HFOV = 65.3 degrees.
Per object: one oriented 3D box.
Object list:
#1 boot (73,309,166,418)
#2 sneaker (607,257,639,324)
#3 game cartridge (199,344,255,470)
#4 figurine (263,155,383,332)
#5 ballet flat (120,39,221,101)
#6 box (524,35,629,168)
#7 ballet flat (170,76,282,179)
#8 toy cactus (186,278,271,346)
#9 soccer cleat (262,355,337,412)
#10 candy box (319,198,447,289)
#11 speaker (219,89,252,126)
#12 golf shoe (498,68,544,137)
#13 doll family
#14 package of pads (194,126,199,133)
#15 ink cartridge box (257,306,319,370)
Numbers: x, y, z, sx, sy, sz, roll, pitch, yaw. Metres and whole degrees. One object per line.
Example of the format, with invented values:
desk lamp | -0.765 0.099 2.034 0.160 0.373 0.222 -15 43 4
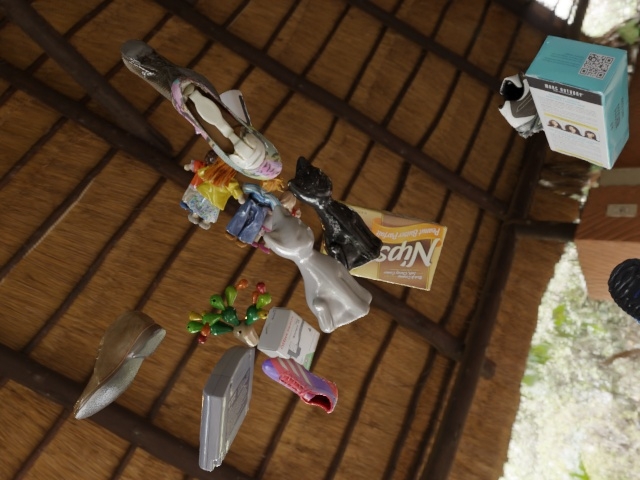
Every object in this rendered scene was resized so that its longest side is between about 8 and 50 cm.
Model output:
boot | -0.539 0.317 1.292 0.305 0.115 0.112 -52 -17 -6
sneaker | 0.363 0.097 0.460 0.082 0.209 0.069 13 -55 -26
game cartridge | -0.212 0.361 1.160 0.294 0.060 0.196 -54 -26 -81
figurine | 0.000 0.000 0.781 0.209 0.092 0.215 54 -147 -27
ballet flat | -0.299 -0.316 1.004 0.084 0.250 0.058 -51 -9 -28
box | 0.372 -0.187 0.709 0.244 0.100 0.060 26 -86 -55
ballet flat | -0.148 -0.173 0.801 0.221 0.079 0.077 43 -90 -20
toy cactus | -0.196 0.191 1.164 0.219 0.112 0.180 -30 -52 2
soccer cleat | -0.060 0.423 1.473 0.248 0.083 0.095 28 -154 -9
candy box | 0.165 0.011 1.363 0.316 0.087 0.183 12 -80 -9
speaker | -0.181 -0.259 1.104 0.055 0.055 0.136 -12 -99 -49
golf shoe | 0.374 -0.281 0.883 0.094 0.077 0.198 30 -115 -11
doll family | -0.156 -0.081 0.989 0.263 0.118 0.163 29 -75 -11
package of pads | -0.286 -0.304 1.215 0.050 0.032 0.083 -15 -85 -34
ink cartridge box | -0.104 0.337 1.689 0.208 0.087 0.153 47 -128 -45
